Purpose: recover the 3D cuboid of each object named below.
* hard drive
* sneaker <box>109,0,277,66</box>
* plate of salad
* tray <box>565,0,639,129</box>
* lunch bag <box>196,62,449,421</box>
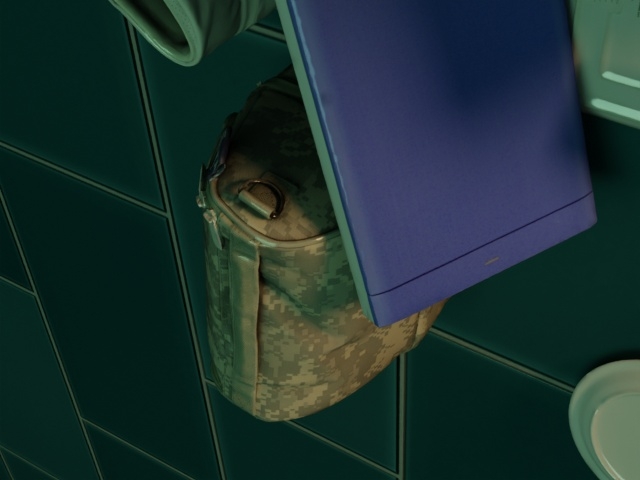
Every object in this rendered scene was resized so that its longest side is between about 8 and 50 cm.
[{"bbox_3d":[0.091,-0.115,0.782,0.040,0.210,0.318,39,150,58],"label":"hard drive"},{"bbox_3d":[-0.126,-0.288,0.858,0.108,0.169,0.292,4,130,42],"label":"sneaker"},{"bbox_3d":[0.342,0.196,1.050,0.200,0.048,0.199,22,130,28],"label":"plate of salad"},{"bbox_3d":[0.234,-0.181,0.759,0.145,0.030,0.270,23,141,25],"label":"tray"},{"bbox_3d":[0.000,0.000,0.973,0.213,0.256,0.305,27,142,18],"label":"lunch bag"}]
